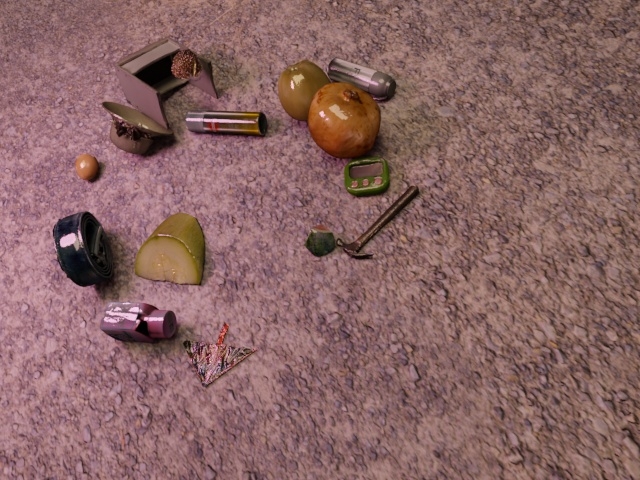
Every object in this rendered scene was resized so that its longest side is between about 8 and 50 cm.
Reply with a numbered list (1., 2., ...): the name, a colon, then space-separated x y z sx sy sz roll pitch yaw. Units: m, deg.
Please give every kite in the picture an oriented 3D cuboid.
1. kite: -0.289 0.320 1.531 0.232 0.009 0.189 6 61 16

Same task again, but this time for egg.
1. egg: -0.839 -0.262 1.965 0.080 0.080 0.096 -15 74 5

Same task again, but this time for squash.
1. squash: -0.452 0.022 1.741 0.237 0.155 0.204 6 99 15

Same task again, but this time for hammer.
1. hammer: 0.184 -0.060 1.622 0.297 0.027 0.125 -44 60 -13

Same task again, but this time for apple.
1. apple: -0.051 -0.501 1.844 0.200 0.200 0.200 -6 59 11

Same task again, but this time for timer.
1. timer: 0.145 -0.199 1.700 0.140 0.047 0.128 -7 61 10

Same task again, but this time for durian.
1. durian: -0.459 -0.618 1.878 0.111 0.071 0.140 -2 47 0

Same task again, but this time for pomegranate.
1. pomegranate: 0.074 -0.377 1.713 0.248 0.248 0.248 -6 59 11

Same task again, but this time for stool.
1. stool: -0.561 -0.581 2.000 0.270 0.170 0.244 36 61 27

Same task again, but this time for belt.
1. belt: -0.731 0.015 1.703 0.116 0.206 0.267 -20 51 -2

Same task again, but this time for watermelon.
1. watermelon: 0.002 -0.002 1.616 0.092 0.084 0.072 25 39 -14

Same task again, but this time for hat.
1. hat: -0.668 -0.380 1.947 0.257 0.257 0.130 34 107 28

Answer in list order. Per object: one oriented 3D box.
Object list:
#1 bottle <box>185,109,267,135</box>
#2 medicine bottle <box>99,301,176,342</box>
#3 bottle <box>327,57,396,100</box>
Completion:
1. bottle: -0.334 -0.415 1.924 0.286 0.082 0.082 6 62 18
2. medicine bottle: -0.517 0.236 1.571 0.188 0.119 0.094 0 61 14
3. bottle: 0.139 -0.556 1.892 0.254 0.079 0.096 27 108 26
